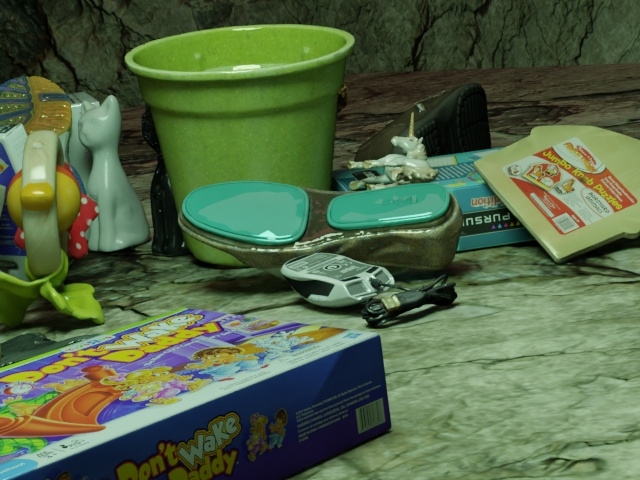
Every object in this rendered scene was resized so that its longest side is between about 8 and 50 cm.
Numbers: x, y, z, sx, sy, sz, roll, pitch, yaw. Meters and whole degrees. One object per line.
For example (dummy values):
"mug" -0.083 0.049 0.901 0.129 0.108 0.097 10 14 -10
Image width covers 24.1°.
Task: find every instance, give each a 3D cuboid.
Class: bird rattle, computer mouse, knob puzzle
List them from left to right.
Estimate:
"bird rattle" -0.291 -0.024 1.641 0.143 0.207 0.253 6 39 1
"computer mouse" 0.038 0.051 1.521 0.106 0.042 0.193 -21 23 -36
"knob puzzle" 0.298 -0.061 1.693 0.213 0.030 0.213 -1 47 1

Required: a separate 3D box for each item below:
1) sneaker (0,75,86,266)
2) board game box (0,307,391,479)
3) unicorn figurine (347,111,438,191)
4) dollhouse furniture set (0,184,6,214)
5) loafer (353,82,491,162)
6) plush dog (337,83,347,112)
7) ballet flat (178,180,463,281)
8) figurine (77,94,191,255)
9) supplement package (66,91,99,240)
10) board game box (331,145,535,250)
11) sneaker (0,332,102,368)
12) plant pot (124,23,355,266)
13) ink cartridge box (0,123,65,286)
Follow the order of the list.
"sneaker" -0.376 -0.089 1.971 0.112 0.131 0.296 -3 48 -15
"board game box" -0.152 0.138 1.085 0.233 0.078 0.347 4 15 44
"unicorn figurine" 0.090 -0.087 1.761 0.111 0.060 0.162 -10 28 -18
"dollhouse furniture set" -0.592 -0.048 1.662 0.256 0.362 0.394 3 -13 37
"loafer" 0.156 -0.161 2.283 0.130 0.134 0.366 -1 12 28
"plush dog" -0.059 -0.144 2.045 0.262 0.225 0.210 0 11 -41
"ballet flat" 0.000 0.000 1.642 0.316 0.106 0.107 2 46 16
"figurine" -0.241 -0.093 1.990 0.215 0.209 0.092 2 14 41
"supplement package" -0.443 -0.095 2.156 0.263 0.199 0.198 -9 11 -13
"board game box" 0.193 -0.053 1.847 0.336 0.079 0.254 -8 12 -5
"sneaker" -0.252 0.108 1.373 0.170 0.051 0.089 -11 16 -4
"plant pot" -0.088 -0.113 1.833 0.276 0.254 0.276 -3 18 1
"ink cartridge box" -0.406 -0.042 1.837 0.206 0.208 0.045 2 30 37
